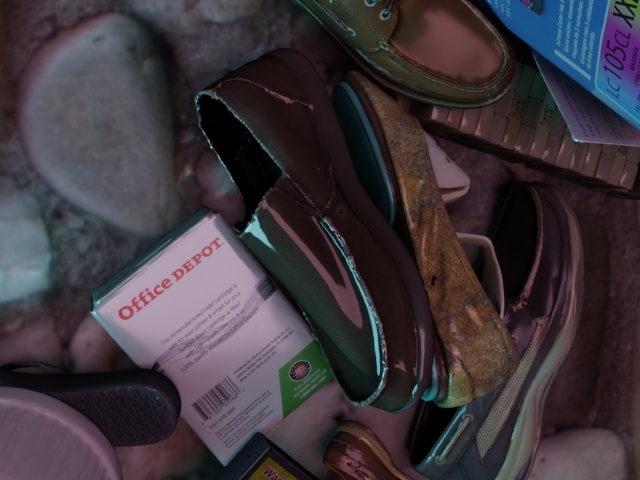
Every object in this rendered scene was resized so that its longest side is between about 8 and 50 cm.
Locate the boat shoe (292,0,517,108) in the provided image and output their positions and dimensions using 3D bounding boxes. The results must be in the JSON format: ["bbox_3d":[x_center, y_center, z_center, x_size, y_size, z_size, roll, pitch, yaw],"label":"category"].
[{"bbox_3d":[0.049,-0.228,0.760,0.307,0.104,0.110,33,86,5],"label":"boat shoe"}]

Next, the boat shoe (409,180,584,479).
[{"bbox_3d":[0.181,0.106,0.879,0.130,0.132,0.355,11,92,-18],"label":"boat shoe"}]

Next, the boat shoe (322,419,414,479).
[{"bbox_3d":[0.068,0.277,0.891,0.178,0.064,0.060,50,59,-10],"label":"boat shoe"}]

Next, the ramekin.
[{"bbox_3d":[-0.289,0.244,0.723,0.207,0.109,0.207,1,116,1],"label":"ramekin"}]

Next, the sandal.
[{"bbox_3d":[-0.257,0.155,0.773,0.255,0.054,0.097,2,118,2],"label":"sandal"}]

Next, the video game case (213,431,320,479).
[{"bbox_3d":[-0.063,0.359,0.840,0.248,0.035,0.275,-47,125,-7],"label":"video game case"}]

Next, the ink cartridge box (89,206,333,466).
[{"bbox_3d":[-0.105,0.090,0.812,0.153,0.087,0.208,-38,106,-9],"label":"ink cartridge box"}]

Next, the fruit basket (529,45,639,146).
[{"bbox_3d":[0.364,-0.187,0.847,0.353,0.327,0.165,-1,140,-11],"label":"fruit basket"}]

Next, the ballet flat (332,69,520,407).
[{"bbox_3d":[0.108,-0.012,0.815,0.123,0.123,0.348,-13,76,-15],"label":"ballet flat"}]

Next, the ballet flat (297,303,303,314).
[{"bbox_3d":[0.000,0.000,0.865,0.058,0.049,0.173,7,88,5],"label":"ballet flat"}]

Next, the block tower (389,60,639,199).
[{"bbox_3d":[0.245,-0.126,0.892,0.336,0.097,0.090,15,91,-17],"label":"block tower"}]

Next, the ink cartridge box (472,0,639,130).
[{"bbox_3d":[0.265,-0.308,0.742,0.270,0.395,0.151,-29,147,-14],"label":"ink cartridge box"}]

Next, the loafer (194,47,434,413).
[{"bbox_3d":[-0.021,-0.001,0.761,0.130,0.134,0.365,-17,75,-33],"label":"loafer"}]
